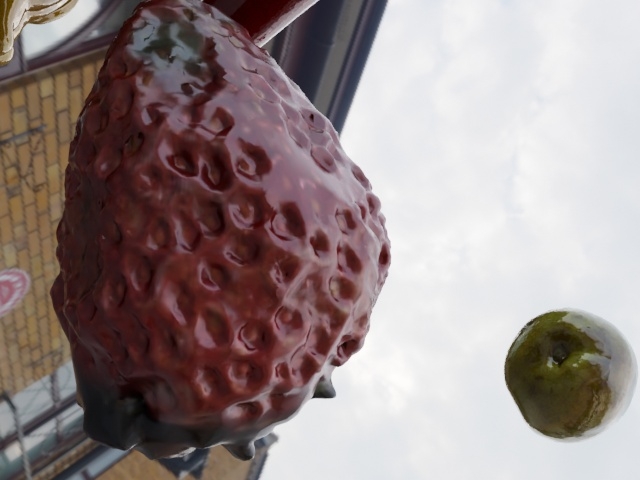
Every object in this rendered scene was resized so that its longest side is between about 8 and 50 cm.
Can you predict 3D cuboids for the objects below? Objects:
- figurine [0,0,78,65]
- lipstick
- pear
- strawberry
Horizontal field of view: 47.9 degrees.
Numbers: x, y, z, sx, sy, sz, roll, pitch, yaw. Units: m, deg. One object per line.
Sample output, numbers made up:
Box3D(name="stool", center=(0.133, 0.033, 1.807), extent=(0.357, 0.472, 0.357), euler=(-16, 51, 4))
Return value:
Box3D(name="figurine", center=(-0.383, -0.419, 0.744), extent=(0.387, 0.268, 0.401), euler=(40, -74, -13))
Box3D(name="lipstick", center=(-0.085, -0.215, 0.709), extent=(0.241, 0.080, 0.080), euler=(-34, -91, 25))
Box3D(name="pear", center=(0.363, 0.192, 1.048), extent=(0.200, 0.200, 0.200), euler=(30, -43, 33))
Box3D(name="strawberry", center=(-0.069, -0.010, 0.587), extent=(0.292, 0.292, 0.310), euler=(34, -67, 30))
